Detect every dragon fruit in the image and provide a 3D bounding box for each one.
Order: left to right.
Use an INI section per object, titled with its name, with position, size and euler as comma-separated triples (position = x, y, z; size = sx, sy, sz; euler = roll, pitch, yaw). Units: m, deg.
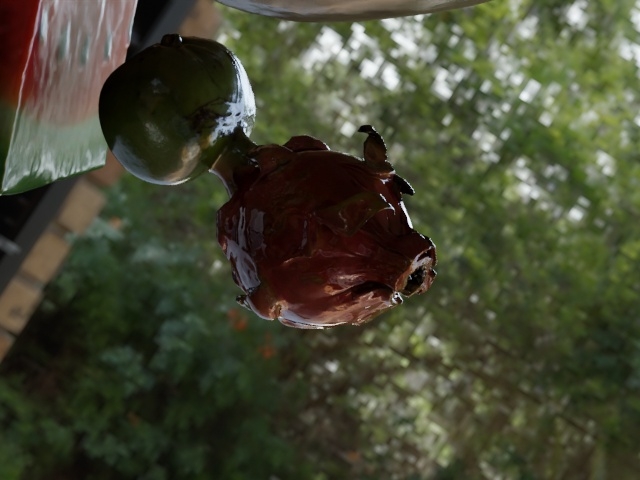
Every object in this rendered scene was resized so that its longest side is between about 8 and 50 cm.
[dragon fruit]
position = 0.000, 0.000, 1.018
size = 0.166, 0.133, 0.136
euler = 25, -42, 43

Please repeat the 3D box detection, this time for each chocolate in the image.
[chocolate]
position = -0.288, -0.213, 1.442
size = 0.161, 0.341, 0.360
euler = 14, 9, 7

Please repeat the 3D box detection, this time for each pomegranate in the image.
[pomegranate]
position = -0.108, -0.101, 1.430
size = 0.191, 0.152, 0.131
euler = 47, -44, 12

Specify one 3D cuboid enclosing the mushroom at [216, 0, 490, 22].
[mushroom]
position = 0.085, -0.168, 0.743
size = 0.350, 0.128, 0.128
euler = 3, -17, 22
